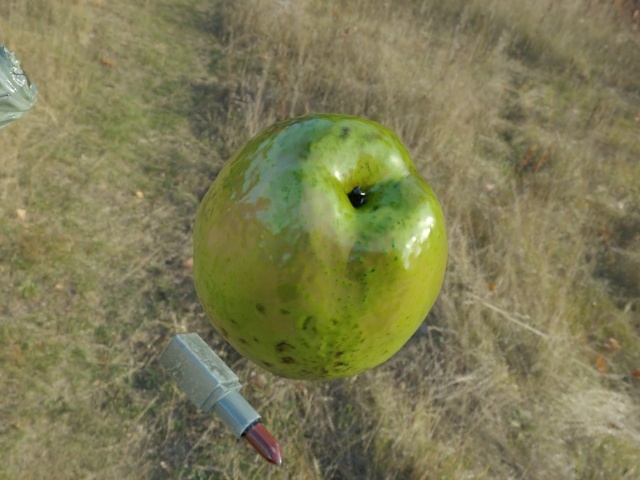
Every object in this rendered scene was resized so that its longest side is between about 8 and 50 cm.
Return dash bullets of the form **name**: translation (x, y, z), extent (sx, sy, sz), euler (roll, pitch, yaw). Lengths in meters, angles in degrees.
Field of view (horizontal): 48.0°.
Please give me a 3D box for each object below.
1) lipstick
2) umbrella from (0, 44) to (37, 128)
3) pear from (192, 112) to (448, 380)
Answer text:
- **lipstick**: translation (-0.073, 0.126, 0.559), extent (0.129, 0.030, 0.030), euler (43, 14, 21)
- **umbrella**: translation (-0.254, -0.075, 0.459), extent (0.144, 0.062, 0.067), euler (-27, 21, -11)
- **pear**: translation (0.000, 0.000, 1.013), extent (0.391, 0.390, 0.391), euler (14, 27, -8)
